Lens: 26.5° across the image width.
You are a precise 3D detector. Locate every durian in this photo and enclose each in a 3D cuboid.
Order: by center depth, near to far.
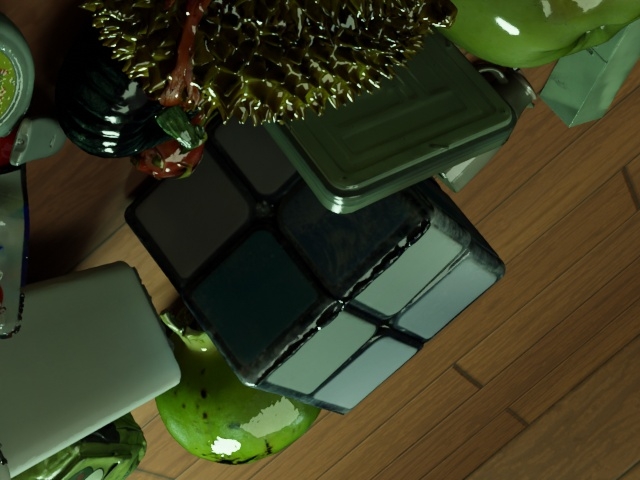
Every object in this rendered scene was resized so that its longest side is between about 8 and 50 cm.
[{"bbox_3d":[-0.056,-0.272,1.224,0.347,0.384,0.347,-156,-90,-89],"label":"durian"}]

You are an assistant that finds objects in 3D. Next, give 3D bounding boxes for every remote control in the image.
[{"bbox_3d":[-0.291,-0.107,1.421,0.184,0.027,0.050,-86,-166,-82],"label":"remote control"}]

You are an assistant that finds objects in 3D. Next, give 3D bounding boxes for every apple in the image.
[{"bbox_3d":[0.218,-0.355,1.417,0.357,0.357,0.357,-29,152,-17],"label":"apple"}]

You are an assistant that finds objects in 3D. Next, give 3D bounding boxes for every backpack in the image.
[{"bbox_3d":[-0.369,0.318,1.991,0.207,0.140,0.253,-46,159,14],"label":"backpack"}]

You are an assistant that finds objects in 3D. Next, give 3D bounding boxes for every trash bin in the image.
[{"bbox_3d":[-0.357,0.164,1.594,0.367,0.256,0.296,-21,172,-45],"label":"trash bin"}]

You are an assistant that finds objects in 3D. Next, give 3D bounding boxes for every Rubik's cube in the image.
[{"bbox_3d":[0.000,0.000,1.741,0.316,0.318,0.313,-42,153,11],"label":"Rubik's cube"}]

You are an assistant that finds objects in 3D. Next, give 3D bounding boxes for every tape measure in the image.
[{"bbox_3d":[-0.330,-0.231,1.272,0.164,0.084,0.330,-5,121,-49],"label":"tape measure"}]

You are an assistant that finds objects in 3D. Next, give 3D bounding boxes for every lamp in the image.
[{"bbox_3d":[0.055,-0.175,1.587,0.269,0.266,0.047,-24,151,-26],"label":"lamp"}]

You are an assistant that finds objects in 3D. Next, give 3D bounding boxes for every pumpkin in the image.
[{"bbox_3d":[-0.193,-0.172,1.432,0.194,0.150,0.194,-24,132,-29],"label":"pumpkin"}]

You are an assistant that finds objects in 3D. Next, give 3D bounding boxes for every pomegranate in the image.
[{"bbox_3d":[-0.129,0.190,1.981,0.260,0.260,0.341,-37,140,-3],"label":"pomegranate"}]

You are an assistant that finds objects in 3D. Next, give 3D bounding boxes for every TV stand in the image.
[{"bbox_3d":[0.439,-0.302,2.074,0.088,0.083,0.269,-19,147,-38],"label":"TV stand"}]

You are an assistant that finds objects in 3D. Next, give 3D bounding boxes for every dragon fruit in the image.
[{"bbox_3d":[-0.171,-0.123,1.600,0.116,0.086,0.081,-54,139,-1],"label":"dragon fruit"}]

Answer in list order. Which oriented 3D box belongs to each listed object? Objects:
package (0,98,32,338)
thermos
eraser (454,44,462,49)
[{"bbox_3d":[-0.372,-0.025,1.391,0.071,0.269,0.194,-5,-178,32],"label":"package"},{"bbox_3d":[0.225,-0.182,1.991,0.193,0.105,0.137,-43,122,1],"label":"thermos"},{"bbox_3d":[0.230,-0.373,1.701,0.171,0.087,0.290,-9,142,-49],"label":"eraser"}]
